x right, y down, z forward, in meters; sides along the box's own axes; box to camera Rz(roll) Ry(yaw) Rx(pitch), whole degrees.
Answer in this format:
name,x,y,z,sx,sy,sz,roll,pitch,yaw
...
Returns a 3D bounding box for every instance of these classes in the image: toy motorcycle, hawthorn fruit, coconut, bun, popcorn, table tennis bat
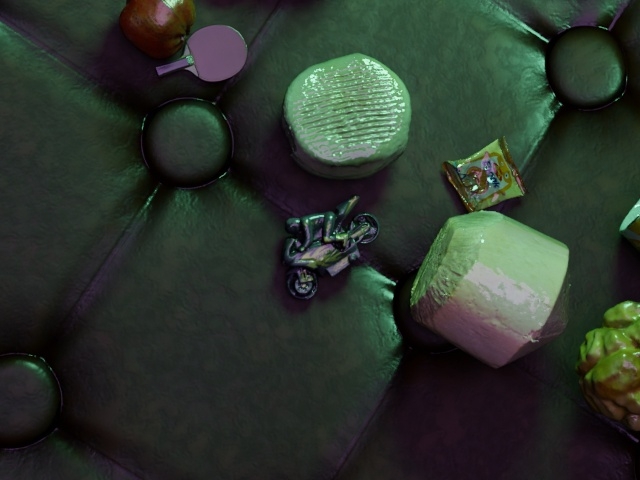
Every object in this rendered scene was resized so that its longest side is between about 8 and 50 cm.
name,x,y,z,sx,sy,sz,roll,pitch,yaw
toy motorcycle,0.000,0.000,1.915,0.193,0.061,0.124,-42,99,-1
hawthorn fruit,-0.264,-0.357,1.880,0.128,0.128,0.128,1,86,-8
coconut,0.286,0.082,1.872,0.244,0.239,0.239,26,82,-4
bun,0.044,-0.196,1.915,0.221,0.108,0.221,1,78,-5
popcorn,0.553,0.206,1.893,0.286,0.252,0.215,8,71,-13
table tennis bat,-0.197,-0.303,1.934,0.158,0.014,0.095,-20,90,-11

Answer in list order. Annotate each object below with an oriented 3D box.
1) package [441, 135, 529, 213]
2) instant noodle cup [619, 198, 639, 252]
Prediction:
name,x,y,z,sx,sy,sz,roll,pitch,yaw
package,0.280,-0.106,1.979,0.120,0.031,0.108,-24,90,-10
instant noodle cup,0.607,-0.030,1.944,0.153,0.205,0.205,39,81,3
